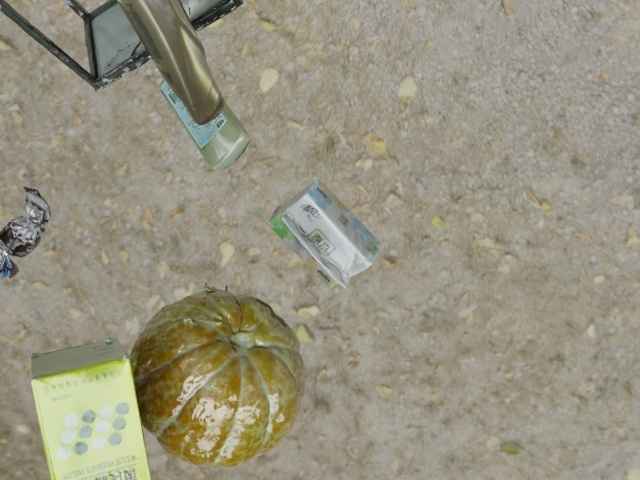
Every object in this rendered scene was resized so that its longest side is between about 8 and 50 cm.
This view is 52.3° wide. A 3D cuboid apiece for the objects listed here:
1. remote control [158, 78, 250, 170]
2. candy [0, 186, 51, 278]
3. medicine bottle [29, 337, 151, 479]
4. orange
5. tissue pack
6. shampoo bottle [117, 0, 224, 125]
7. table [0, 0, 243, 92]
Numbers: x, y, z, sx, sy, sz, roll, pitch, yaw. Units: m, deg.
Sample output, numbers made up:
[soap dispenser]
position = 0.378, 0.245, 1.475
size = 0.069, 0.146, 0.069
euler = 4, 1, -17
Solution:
[remote control]
position = -0.223, -0.243, 1.240
size = 0.098, 0.038, 0.233
euler = -43, 69, 20
[candy]
position = -0.501, -0.005, 1.063
size = 0.226, 0.051, 0.094
euler = -33, 92, 34
[medicine bottle]
position = -0.339, 0.285, 0.975
size = 0.137, 0.141, 0.250
euler = -12, 99, -25
[orange]
position = -0.181, 0.242, 1.183
size = 0.329, 0.329, 0.249
euler = 23, 131, -7
[tissue pack]
position = 0.000, 0.000, 1.522
size = 0.229, 0.145, 0.159
euler = 47, 132, -13
[shampoo bottle]
position = -0.244, -0.331, 0.996
size = 0.084, 0.125, 0.350
euler = -35, 136, -9
[table]
position = -0.364, -0.488, 1.144
size = 0.335, 0.222, 0.272
euler = -26, 146, 14
